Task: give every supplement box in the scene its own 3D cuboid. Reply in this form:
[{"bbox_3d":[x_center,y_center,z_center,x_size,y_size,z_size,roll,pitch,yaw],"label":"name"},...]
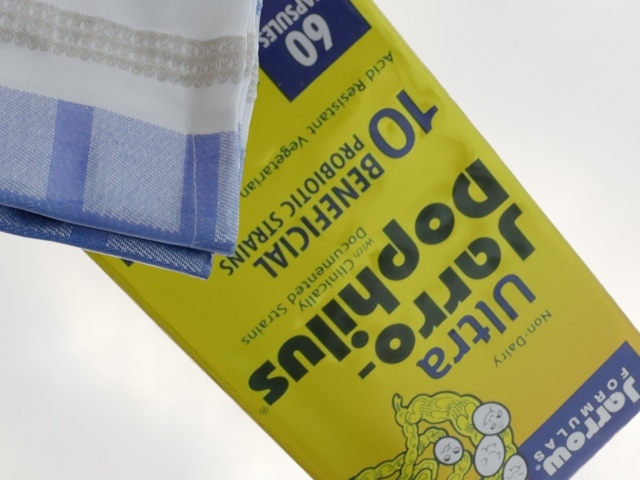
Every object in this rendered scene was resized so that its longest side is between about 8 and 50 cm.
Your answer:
[{"bbox_3d":[0.000,0.000,1.108,0.356,0.194,0.195,47,-2,-30],"label":"supplement box"}]

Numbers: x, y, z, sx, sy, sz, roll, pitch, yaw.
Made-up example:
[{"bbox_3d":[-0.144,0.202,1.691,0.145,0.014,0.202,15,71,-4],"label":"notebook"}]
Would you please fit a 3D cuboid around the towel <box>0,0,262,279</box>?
[{"bbox_3d":[-0.118,-0.131,0.829,0.034,0.209,0.285,126,-26,-56],"label":"towel"}]
